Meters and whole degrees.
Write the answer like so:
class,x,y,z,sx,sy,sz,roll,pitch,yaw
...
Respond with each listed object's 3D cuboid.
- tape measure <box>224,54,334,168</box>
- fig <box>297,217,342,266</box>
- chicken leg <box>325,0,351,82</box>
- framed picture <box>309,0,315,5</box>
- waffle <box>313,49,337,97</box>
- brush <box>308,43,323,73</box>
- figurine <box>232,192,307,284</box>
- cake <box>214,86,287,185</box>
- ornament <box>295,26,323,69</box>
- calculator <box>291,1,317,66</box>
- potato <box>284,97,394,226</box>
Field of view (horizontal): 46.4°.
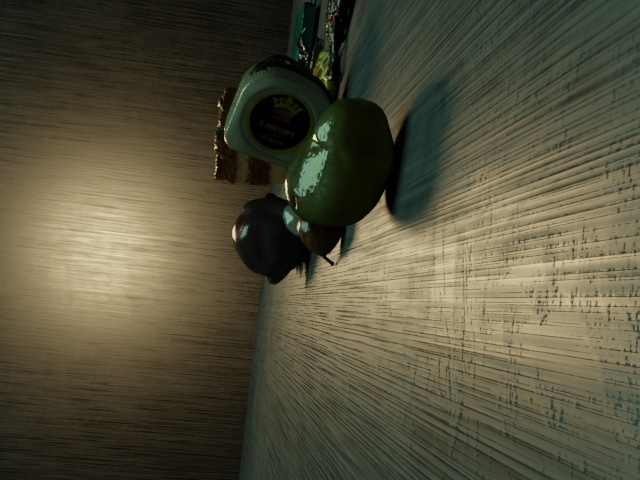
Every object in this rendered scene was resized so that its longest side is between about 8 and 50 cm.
class,x,y,z,sx,sy,sz,roll,pitch,yaw
tape measure,-0.061,-0.284,1.683,0.133,0.271,0.231,-93,27,-57
fig,0.000,0.000,1.464,0.089,0.089,0.125,-97,3,-61
chicken leg,0.041,-0.491,1.712,0.106,0.051,0.253,-118,32,-68
framed picture,-0.019,-0.903,2.648,0.183,0.011,0.142,-100,18,-64
waffle,-0.001,-0.348,1.869,0.250,0.056,0.261,-171,90,-82
brush,-0.024,-0.380,2.028,0.051,0.070,0.323,142,137,-77
figurine,-0.105,0.013,2.050,0.218,0.206,0.365,-62,-20,-6
cake,-0.208,-0.344,2.505,0.282,0.290,0.255,107,168,-58
ornament,-0.043,-0.511,2.248,0.202,0.080,0.236,131,143,-71
calculator,-0.056,-0.676,2.546,0.274,0.058,0.248,-144,61,-81
potato,0.031,-0.117,1.084,0.157,0.157,0.194,-94,15,-54
